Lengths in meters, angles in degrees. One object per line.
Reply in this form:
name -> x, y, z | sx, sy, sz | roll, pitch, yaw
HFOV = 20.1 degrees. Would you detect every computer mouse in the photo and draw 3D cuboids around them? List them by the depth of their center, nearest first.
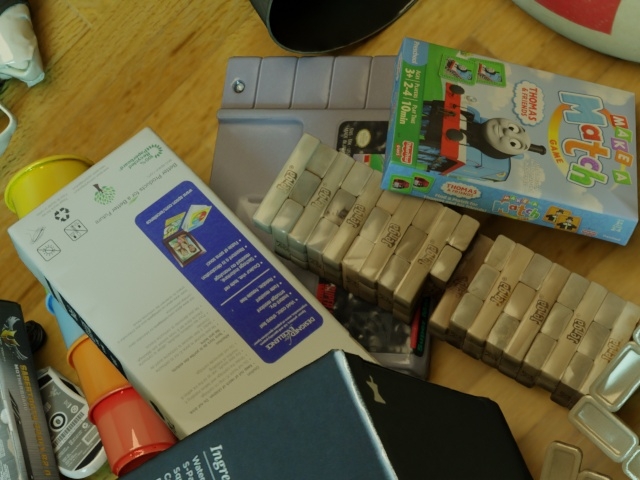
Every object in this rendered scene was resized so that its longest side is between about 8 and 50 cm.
computer mouse -> -0.257, 0.159, 1.688 | 0.106, 0.042, 0.193 | -47, 58, -5

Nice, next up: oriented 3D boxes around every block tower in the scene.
block tower -> 0.112, 0.034, 1.516 | 0.335, 0.097, 0.091 | 29, 77, 8

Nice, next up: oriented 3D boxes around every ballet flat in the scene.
ballet flat -> -0.332, -0.154, 1.800 | 0.096, 0.095, 0.280 | 21, 91, 15

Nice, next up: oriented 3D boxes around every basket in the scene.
basket -> -0.025, -0.308, 1.700 | 0.204, 0.154, 0.227 | -26, 55, -23

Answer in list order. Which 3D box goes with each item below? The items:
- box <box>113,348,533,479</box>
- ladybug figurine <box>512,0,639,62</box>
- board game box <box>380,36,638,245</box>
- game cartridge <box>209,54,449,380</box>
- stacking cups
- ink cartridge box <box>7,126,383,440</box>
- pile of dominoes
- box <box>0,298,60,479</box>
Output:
box -> -0.039, 0.284, 1.390 | 0.395, 0.293, 0.212 | -33, 64, 19
ladybug figurine -> 0.258, -0.346, 1.599 | 0.305, 0.162, 0.449 | -47, 63, 1
board game box -> 0.163, -0.086, 1.530 | 0.211, 0.039, 0.160 | 13, 46, -6
game cartridge -> 0.000, 0.000, 1.637 | 0.230, 0.068, 0.355 | 0, 72, 25
stacking cups -> -0.205, 0.068, 1.647 | 0.096, 0.096, 0.316 | -29, 58, 9
ink cartridge box -> -0.110, 0.061, 1.564 | 0.165, 0.065, 0.332 | -37, 63, -15
pile of dominoes -> 0.302, 0.203, 1.425 | 0.251, 0.040, 0.196 | 42, 113, 12
box -> -0.335, 0.192, 1.661 | 0.183, 0.056, 0.231 | -26, 69, 27
